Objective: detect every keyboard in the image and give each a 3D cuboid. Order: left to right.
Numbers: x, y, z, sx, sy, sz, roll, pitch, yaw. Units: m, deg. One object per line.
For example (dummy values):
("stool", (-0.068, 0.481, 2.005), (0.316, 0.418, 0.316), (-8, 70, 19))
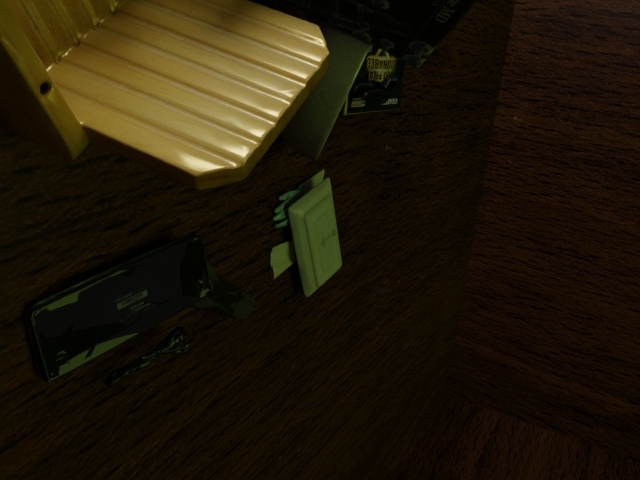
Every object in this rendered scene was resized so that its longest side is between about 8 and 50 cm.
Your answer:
("keyboard", (-0.295, 0.124, 0.993), (0.317, 0.033, 0.202), (-28, 122, -45))

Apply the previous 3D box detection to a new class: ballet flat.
("ballet flat", (-0.208, 0.089, 1.180), (0.250, 0.058, 0.084), (38, 74, -57))

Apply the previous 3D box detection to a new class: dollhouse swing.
("dollhouse swing", (-0.193, -0.281, 0.719), (0.347, 0.304, 0.315), (-57, 149, -31))

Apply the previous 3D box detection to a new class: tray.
("tray", (0.000, 0.000, 1.477), (0.145, 0.030, 0.270), (-42, 139, -34))

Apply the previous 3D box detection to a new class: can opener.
("can opener", (0.112, -0.336, 1.403), (0.186, 0.059, 0.073), (-28, 145, -58))

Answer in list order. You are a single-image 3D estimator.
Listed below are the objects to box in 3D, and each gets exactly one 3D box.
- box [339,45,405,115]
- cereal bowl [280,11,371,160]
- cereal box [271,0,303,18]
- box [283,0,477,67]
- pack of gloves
("box", (0.114, -0.437, 1.507), (0.322, 0.079, 0.257), (-23, 122, -58))
("cereal bowl", (0.003, -0.331, 1.198), (0.339, 0.141, 0.339), (-156, -90, -86))
("cereal box", (-0.031, -0.550, 1.187), (0.240, 0.047, 0.173), (-63, 153, -23))
("box", (0.055, -0.474, 0.903), (0.293, 0.395, 0.212), (142, -29, -74))
("pack of gloves", (-0.035, -0.037, 1.458), (0.232, 0.046, 0.195), (-37, 136, -52))
